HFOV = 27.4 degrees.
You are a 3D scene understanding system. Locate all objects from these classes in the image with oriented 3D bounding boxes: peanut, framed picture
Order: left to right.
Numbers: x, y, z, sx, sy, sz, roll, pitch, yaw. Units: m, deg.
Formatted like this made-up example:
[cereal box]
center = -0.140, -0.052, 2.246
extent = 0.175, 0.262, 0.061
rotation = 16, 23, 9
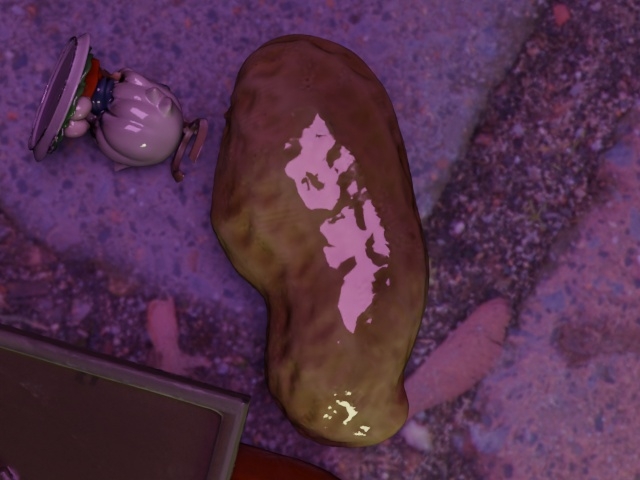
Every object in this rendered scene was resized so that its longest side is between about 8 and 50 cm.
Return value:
[framed picture]
center = -0.312, 0.227, 1.139
extent = 0.446, 0.028, 0.326
rotation = 16, 96, 5
[peanut]
center = 0.000, 0.000, 1.212
extent = 0.192, 0.169, 0.387
rotation = -11, 86, -4

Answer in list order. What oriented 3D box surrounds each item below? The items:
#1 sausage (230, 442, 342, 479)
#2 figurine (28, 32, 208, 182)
[sausage]
center = -0.068, 0.249, 1.198
extent = 0.258, 0.133, 0.133
rotation = 19, 82, -7
[figurine]
center = -0.181, -0.108, 1.231
extent = 0.154, 0.132, 0.132
rotation = 21, 81, -20
